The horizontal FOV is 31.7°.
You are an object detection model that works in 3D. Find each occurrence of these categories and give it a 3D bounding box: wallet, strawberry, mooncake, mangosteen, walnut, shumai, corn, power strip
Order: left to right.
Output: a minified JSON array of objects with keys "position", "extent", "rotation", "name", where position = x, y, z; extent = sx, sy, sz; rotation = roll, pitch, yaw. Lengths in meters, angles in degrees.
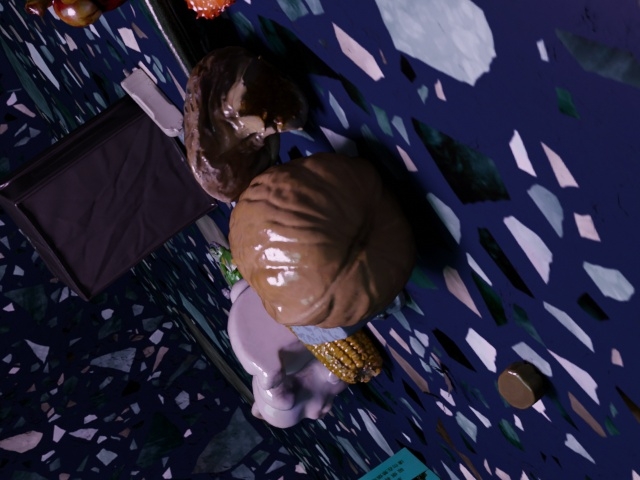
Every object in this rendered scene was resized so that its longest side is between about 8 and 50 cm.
[{"position":[-0.346,-0.388,1.565],"extent":[0.200,0.200,0.200],"rotation":[49,165,18],"name":"mangosteen"},{"position":[-0.305,-0.253,2.043],"extent":[0.191,0.047,0.030],"rotation":[47,170,25],"name":"power strip"},{"position":[-0.177,-0.271,1.501],"extent":[0.160,0.055,0.236],"rotation":[-98,-18,-57],"name":"wallet"},{"position":[-0.136,-0.320,1.365],"extent":[0.152,0.048,0.103],"rotation":[20,139,42],"name":"strawberry"},{"position":[-0.084,-0.158,1.407],"extent":[0.153,0.209,0.161],"rotation":[-20,133,40],"name":"shumai"},{"position":[-0.011,0.130,1.897],"extent":[0.293,0.106,0.106],"rotation":[49,165,23],"name":"corn"},{"position":[0.000,0.000,1.362],"extent":[0.225,0.225,0.261],"rotation":[58,164,-16],"name":"walnut"},{"position":[0.200,0.195,1.468],"extent":[0.347,0.057,0.150],"rotation":[22,133,69],"name":"mooncake"}]

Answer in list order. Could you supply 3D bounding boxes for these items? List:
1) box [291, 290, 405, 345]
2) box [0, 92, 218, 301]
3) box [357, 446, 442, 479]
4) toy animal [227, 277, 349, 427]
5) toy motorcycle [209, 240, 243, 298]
[{"position":[0.000,0.035,1.584],"extent":[0.227,0.130,0.162],"rotation":[57,150,-7],"name":"box"},{"position":[-0.422,-0.088,2.218],"extent":[0.204,0.345,0.251],"rotation":[23,148,59],"name":"box"},{"position":[0.160,0.488,2.058],"extent":[0.226,0.161,0.042],"rotation":[36,153,52],"name":"box"},{"position":[-0.061,0.221,2.099],"extent":[0.241,0.196,0.367],"rotation":[52,166,38],"name":"toy animal"},{"position":[-0.164,0.078,2.342],"extent":[0.190,0.074,0.106],"rotation":[56,157,-10],"name":"toy motorcycle"}]
